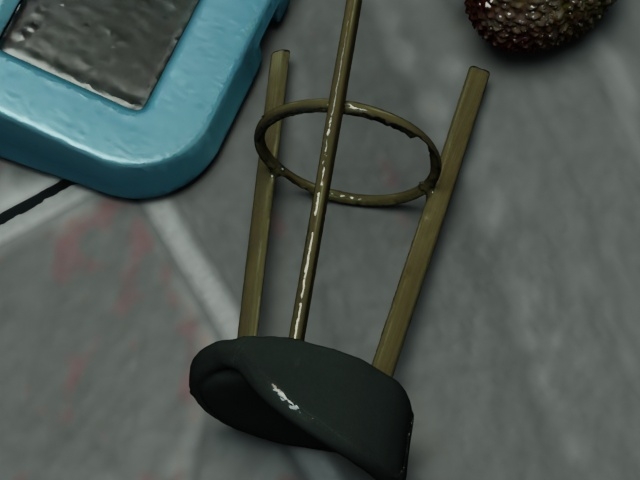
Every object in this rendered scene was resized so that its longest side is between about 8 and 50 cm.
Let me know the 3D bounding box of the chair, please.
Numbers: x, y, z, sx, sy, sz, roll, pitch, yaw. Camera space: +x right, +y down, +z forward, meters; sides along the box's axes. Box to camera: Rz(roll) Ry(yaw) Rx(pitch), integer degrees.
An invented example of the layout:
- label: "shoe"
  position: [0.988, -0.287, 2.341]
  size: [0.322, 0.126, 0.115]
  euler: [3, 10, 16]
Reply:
- label: "chair"
  position: [0.001, 0.000, 0.810]
  size: [0.095, 0.104, 0.221]
  euler: [-16, 52, 36]

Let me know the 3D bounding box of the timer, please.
- label: "timer"
  position: [-0.130, -0.159, 0.897]
  size: [0.250, 0.091, 0.232]
  euler: [19, 67, 11]

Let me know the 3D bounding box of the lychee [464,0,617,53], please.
- label: "lychee"
  position: [0.095, -0.118, 0.867]
  size: [0.083, 0.068, 0.067]
  euler: [-5, 105, 0]
